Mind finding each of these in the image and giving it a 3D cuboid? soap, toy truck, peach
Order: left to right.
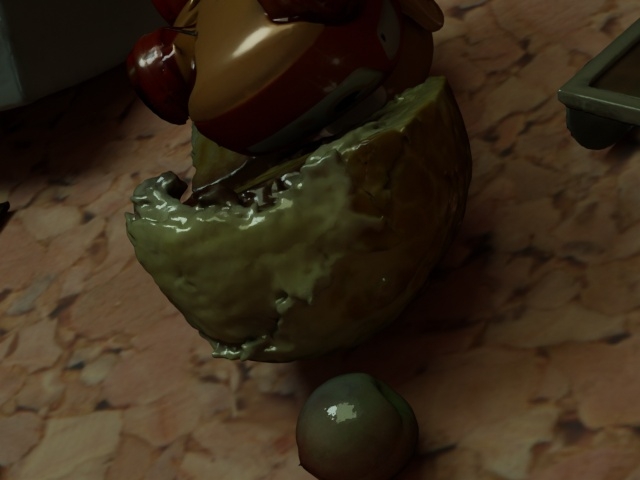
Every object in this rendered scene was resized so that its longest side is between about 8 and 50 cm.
[{"bbox_3d":[-0.388,-0.247,1.693,0.435,0.212,0.350,-6,23,31],"label":"soap"},{"bbox_3d":[-0.006,-0.158,1.350,0.189,0.239,0.265,-33,30,27],"label":"toy truck"},{"bbox_3d":[0.023,0.129,1.123,0.083,0.083,0.083,-20,37,16],"label":"peach"}]

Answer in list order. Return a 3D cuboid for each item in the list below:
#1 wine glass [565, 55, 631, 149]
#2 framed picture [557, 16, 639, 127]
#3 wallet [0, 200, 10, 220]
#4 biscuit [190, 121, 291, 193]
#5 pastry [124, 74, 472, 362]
[{"bbox_3d":[0.266,-0.076,1.192,0.079,0.079,0.195,-43,37,-16],"label":"wine glass"},{"bbox_3d":[0.337,-0.109,1.133,0.290,0.020,0.211,19,41,32],"label":"framed picture"},{"bbox_3d":[-0.399,0.025,1.535,0.243,0.133,0.039,-63,4,-36],"label":"wallet"},{"bbox_3d":[-0.075,-0.116,1.528,0.176,0.031,0.228,1,48,38],"label":"biscuit"},{"bbox_3d":[0.007,-0.003,1.211,0.237,0.170,0.256,-22,2,15],"label":"pastry"}]
